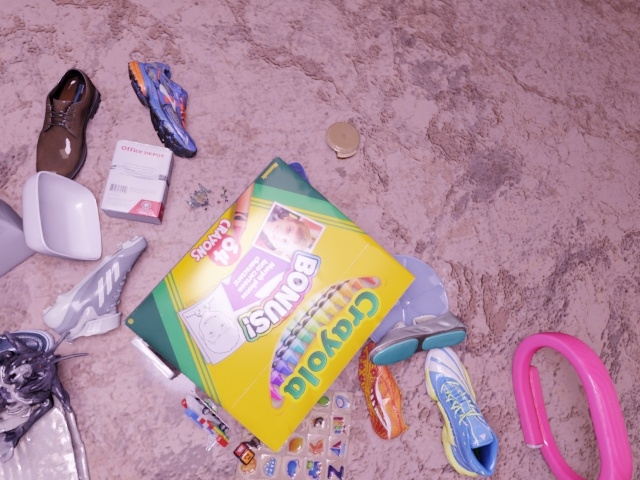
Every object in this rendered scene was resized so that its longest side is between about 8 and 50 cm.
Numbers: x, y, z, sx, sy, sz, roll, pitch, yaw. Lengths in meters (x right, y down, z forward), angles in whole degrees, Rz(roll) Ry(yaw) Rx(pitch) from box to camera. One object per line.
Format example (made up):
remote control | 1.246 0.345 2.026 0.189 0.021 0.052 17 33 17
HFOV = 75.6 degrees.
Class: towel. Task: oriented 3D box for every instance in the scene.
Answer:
towel | -0.455 0.395 0.622 0.187 0.049 0.282 -15 79 -14

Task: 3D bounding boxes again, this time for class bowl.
bowl | -0.438 -0.033 0.692 0.053 0.142 0.142 -13 78 7

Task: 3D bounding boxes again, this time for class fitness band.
fitness band | 0.452 0.317 0.764 0.054 0.209 0.291 -4 77 -13

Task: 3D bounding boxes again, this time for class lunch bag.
lunch bag | -0.056 -0.097 0.826 0.067 0.065 0.098 -17 71 -13

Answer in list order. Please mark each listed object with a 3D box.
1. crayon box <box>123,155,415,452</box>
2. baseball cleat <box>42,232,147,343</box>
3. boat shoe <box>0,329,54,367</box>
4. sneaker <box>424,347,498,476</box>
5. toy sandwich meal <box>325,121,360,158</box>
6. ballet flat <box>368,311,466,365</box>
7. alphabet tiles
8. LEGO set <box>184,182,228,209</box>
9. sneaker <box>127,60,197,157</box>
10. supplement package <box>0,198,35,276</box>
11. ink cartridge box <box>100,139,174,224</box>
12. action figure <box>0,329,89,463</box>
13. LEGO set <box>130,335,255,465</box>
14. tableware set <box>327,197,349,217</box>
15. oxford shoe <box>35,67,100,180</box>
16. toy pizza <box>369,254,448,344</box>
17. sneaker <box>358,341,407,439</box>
crayon box | -0.075 0.098 0.706 0.313 0.106 0.363 41 81 -1
baseball cleat | -0.365 0.087 0.718 0.206 0.072 0.109 -45 105 -17
boat shoe | -0.527 0.181 0.639 0.183 0.083 0.065 -10 79 -15
sneaker | 0.272 0.314 0.767 0.091 0.126 0.240 -11 79 -15
toy sandwich meal | 0.049 -0.219 0.902 0.085 0.029 0.085 3 72 -9
ballet flat | 0.175 0.180 0.779 0.213 0.072 0.068 -8 40 -20
alphabet tiles | -0.047 0.387 0.738 0.198 0.009 0.237 10 75 -11
LEGO set | -0.225 -0.082 0.811 0.083 0.023 0.054 7 77 -25
sneaker | -0.294 -0.264 0.808 0.087 0.083 0.221 -27 86 -23
supplement package | -0.537 -0.017 0.635 0.105 0.179 0.105 46 71 2
ink cartridge box | -0.336 -0.107 0.769 0.099 0.056 0.135 10 75 -11
action figure | -0.468 0.235 0.564 0.275 0.141 0.164 -41 93 -22
LEGO set | -0.208 0.258 0.641 0.244 0.182 0.060 44 65 0
tableware set | 0.000 0.000 0.839 0.168 0.020 0.141 -30 84 -18
oxford shoe | -0.470 -0.209 0.745 0.083 0.096 0.227 8 76 -13
toy pizza | 0.166 0.129 0.839 0.201 0.032 0.201 4 75 -14
sneaker | 0.118 0.281 0.784 0.067 0.064 0.175 -5 80 -37
